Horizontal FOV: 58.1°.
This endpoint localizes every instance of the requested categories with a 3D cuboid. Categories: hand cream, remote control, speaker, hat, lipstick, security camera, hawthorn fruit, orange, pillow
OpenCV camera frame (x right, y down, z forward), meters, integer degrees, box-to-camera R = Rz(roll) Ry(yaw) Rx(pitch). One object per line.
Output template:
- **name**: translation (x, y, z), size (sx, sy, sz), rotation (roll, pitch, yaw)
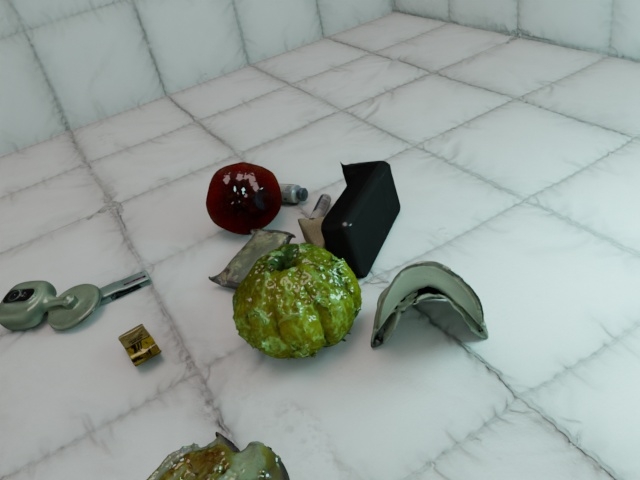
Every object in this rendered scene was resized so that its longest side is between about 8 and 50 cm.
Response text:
- **hand cream**: translation (-0.162, -0.161, 1.917), size (0.275, 0.059, 0.095), rotation (8, 41, 36)
- **remote control**: translation (-0.572, 0.134, 1.654), size (0.166, 0.029, 0.065), rotation (-25, 35, -17)
- **speaker**: translation (0.089, -0.076, 1.612), size (0.184, 0.180, 0.388), rotation (-2, 35, 28)
- **hat**: translation (0.221, 0.110, 1.233), size (0.257, 0.301, 0.168), rotation (-7, 57, 8)
- **lipstick**: translation (-0.001, -0.094, 1.774), size (0.040, 0.040, 0.141), rotation (0, 37, 19)
- **security camera**: translation (-0.754, 0.174, 1.599), size (0.301, 0.080, 0.157), rotation (-4, 43, 16)
- **hawthorn fruit**: translation (-0.230, -0.151, 1.792), size (0.229, 0.211, 0.266), rotation (-6, 30, 6)
- **orange**: translation (-0.064, 0.130, 1.323), size (0.301, 0.223, 0.300), rotation (-28, 32, -19)
- **pillow**: translation (-0.184, 0.054, 1.612), size (0.168, 0.059, 0.255), rotation (9, 42, 30)

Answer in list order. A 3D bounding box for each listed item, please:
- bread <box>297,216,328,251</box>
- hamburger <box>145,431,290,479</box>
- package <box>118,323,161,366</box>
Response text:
- **bread**: translation (-0.020, 0.007, 1.604), size (0.105, 0.077, 0.152), rotation (-6, 38, 18)
- **hamburger**: translation (-0.169, 0.461, 0.840), size (0.195, 0.277, 0.318), rotation (9, 45, 36)
- **package**: translation (-0.437, 0.264, 1.408), size (0.071, 0.047, 0.131), rotation (-29, 39, -26)
